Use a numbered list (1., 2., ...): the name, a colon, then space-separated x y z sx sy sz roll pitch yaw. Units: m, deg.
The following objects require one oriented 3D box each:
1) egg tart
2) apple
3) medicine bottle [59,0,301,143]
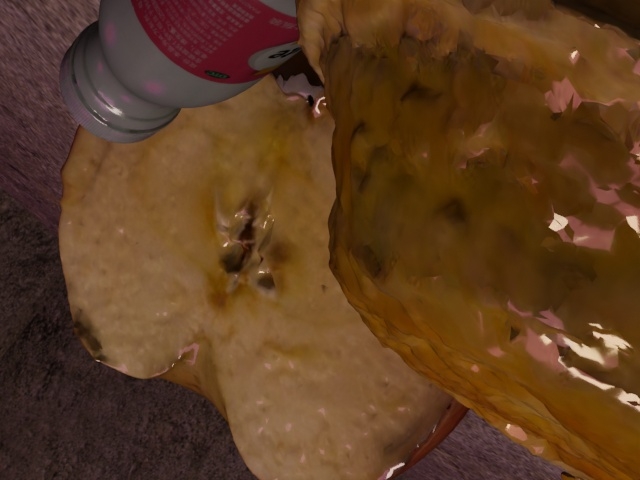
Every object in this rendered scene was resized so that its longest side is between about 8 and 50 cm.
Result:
1. egg tart: 0.103 0.014 0.448 0.319 0.128 0.319 32 172 5
2. apple: 0.000 0.000 0.749 0.293 0.251 0.163 32 -159 26
3. medicine bottle: -0.057 -0.111 0.595 0.090 0.090 0.217 41 149 -15
